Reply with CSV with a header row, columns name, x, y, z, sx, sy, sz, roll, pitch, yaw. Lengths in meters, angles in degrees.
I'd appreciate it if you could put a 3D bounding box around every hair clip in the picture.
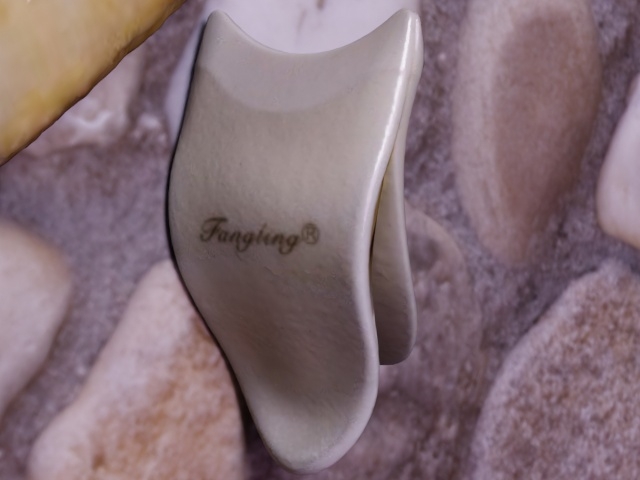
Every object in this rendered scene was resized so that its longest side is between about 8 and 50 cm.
name,x,y,z,sx,sy,sz,roll,pitch,yaw
hair clip,-0.012,0.001,1.103,0.113,0.172,0.282,-34,121,-45

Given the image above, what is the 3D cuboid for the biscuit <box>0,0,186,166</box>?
name,x,y,z,sx,sy,sz,roll,pitch,yaw
biscuit,-0.169,-0.340,1.015,0.446,0.104,0.429,-47,117,-28
